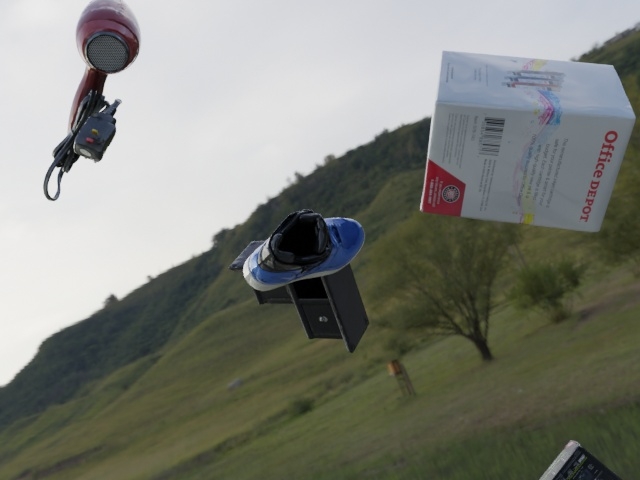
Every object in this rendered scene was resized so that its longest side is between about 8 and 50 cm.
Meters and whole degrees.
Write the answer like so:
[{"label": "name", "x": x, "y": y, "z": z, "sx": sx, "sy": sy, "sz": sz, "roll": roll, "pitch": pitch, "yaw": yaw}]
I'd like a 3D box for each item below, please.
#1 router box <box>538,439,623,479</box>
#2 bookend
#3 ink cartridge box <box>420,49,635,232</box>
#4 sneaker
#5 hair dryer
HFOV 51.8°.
[{"label": "router box", "x": 0.381, "y": 0.377, "z": 0.989, "sx": 0.122, "sy": 0.092, "sz": 0.038, "roll": -49, "pitch": -3, "yaw": -3}, {"label": "bookend", "x": -0.029, "y": 0.080, "z": 0.974, "sx": 0.157, "sy": 0.156, "sz": 0.072, "roll": -2, "pitch": 31, "yaw": 30}, {"label": "ink cartridge box", "x": 0.198, "y": -0.102, "z": 0.660, "sx": 0.176, "sy": 0.127, "sz": 0.128, "roll": 8, "pitch": -52, "yaw": 8}, {"label": "sneaker", "x": 0.000, "y": 0.001, "z": 0.670, "sx": 0.152, "sy": 0.058, "sz": 0.084, "roll": -17, "pitch": -15, "yaw": -34}, {"label": "hair dryer", "x": -0.305, "y": -0.210, "z": 0.853, "sx": 0.080, "sy": 0.293, "sz": 0.224, "roll": 25, "pitch": -24, "yaw": -32}]
